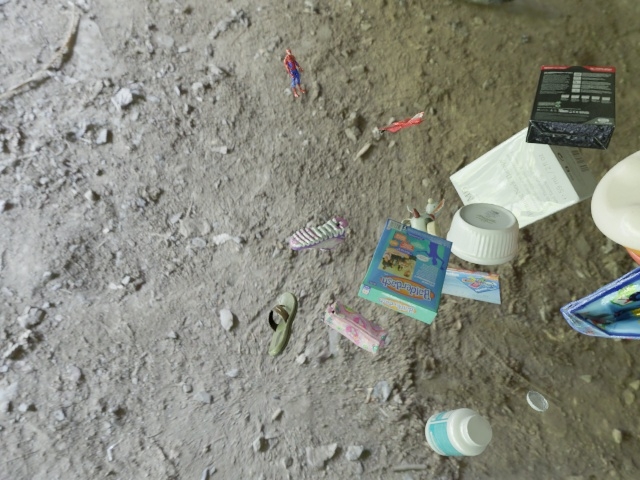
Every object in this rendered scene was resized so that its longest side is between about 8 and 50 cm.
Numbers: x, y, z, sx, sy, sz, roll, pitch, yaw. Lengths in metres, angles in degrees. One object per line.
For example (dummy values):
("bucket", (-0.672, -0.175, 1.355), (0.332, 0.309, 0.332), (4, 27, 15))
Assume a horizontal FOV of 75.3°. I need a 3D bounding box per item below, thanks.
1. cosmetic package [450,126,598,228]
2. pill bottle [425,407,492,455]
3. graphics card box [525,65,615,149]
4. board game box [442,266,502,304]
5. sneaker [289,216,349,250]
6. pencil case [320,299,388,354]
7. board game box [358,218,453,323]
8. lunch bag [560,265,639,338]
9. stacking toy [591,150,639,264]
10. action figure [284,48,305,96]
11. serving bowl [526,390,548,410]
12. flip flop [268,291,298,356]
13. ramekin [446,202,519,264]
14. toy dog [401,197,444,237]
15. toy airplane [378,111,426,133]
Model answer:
("cosmetic package", (0.833, -0.235, 1.702), (0.327, 0.393, 0.330), (-16, 77, -43))
("pill bottle", (0.482, 0.666, 1.441), (0.146, 0.264, 0.146), (5, 63, -10))
("graphics card box", (0.823, -0.447, 1.360), (0.232, 0.094, 0.371), (12, 50, 23))
("board game box", (0.635, 0.188, 1.800), (0.281, 0.145, 0.027), (8, 40, 39))
("sneaker", (0.000, 0.000, 1.551), (0.236, 0.105, 0.095), (-19, 41, -19))
("pencil case", (0.149, 0.373, 1.795), (0.284, 0.124, 0.124), (33, 70, 8))
("board game box", (0.190, 0.059, 0.904), (0.160, 0.047, 0.210), (22, 49, 9))
("lunch bag", (0.469, 0.072, 0.503), (0.220, 0.293, 0.138), (3, 65, -37))
("stacking toy", (0.923, 0.017, 1.015), (0.480, 0.350, 0.351), (47, 67, -28))
("action figure", (-0.064, -0.420, 1.036), (0.038, 0.115, 0.030), (-42, 46, -22))
("serving bowl", (0.845, 0.633, 1.625), (0.083, 0.027, 0.083), (13, 36, -10))
("flip flop", (-0.148, 0.281, 1.464), (0.080, 0.112, 0.277), (32, 37, -16))
("ramekin", (0.495, -0.029, 1.258), (0.207, 0.109, 0.207), (-2, 33, 2))
("toy dog", (0.469, -0.120, 1.899), (0.220, 0.334, 0.161), (-17, 111, 13))
("toy airplane", (0.240, -0.335, 1.196), (0.151, 0.151, 0.028), (-24, 103, -15))
